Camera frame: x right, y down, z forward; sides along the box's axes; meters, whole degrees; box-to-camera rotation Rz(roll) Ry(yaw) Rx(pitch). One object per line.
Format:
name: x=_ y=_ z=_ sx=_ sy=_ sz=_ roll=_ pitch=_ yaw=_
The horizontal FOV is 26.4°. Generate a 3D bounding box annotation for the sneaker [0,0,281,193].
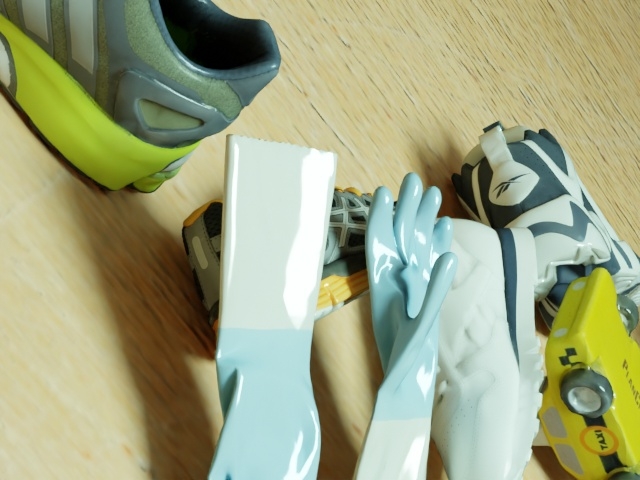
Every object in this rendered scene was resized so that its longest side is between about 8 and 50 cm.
sneaker: x=-0.136 y=-0.151 z=0.650 sx=0.300 sy=0.121 sz=0.111 roll=41 pitch=36 yaw=-33

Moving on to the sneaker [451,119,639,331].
sneaker: x=0.175 y=-0.018 z=1.059 sx=0.235 sy=0.094 sz=0.153 roll=23 pitch=40 yaw=-58

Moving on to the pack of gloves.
pack of gloves: x=0.020 y=0.071 z=0.703 sx=0.195 sy=0.046 sz=0.232 roll=7 pitch=88 yaw=-53

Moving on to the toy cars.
toy cars: x=0.249 y=0.144 z=1.065 sx=0.394 sy=0.087 sz=0.176 roll=24 pitch=63 yaw=-53

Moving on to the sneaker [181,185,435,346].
sneaker: x=0.000 y=0.000 z=0.789 sx=0.083 sy=0.084 sz=0.215 roll=60 pitch=30 yaw=5

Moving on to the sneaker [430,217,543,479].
sneaker: x=0.084 y=0.076 z=0.857 sx=0.095 sy=0.090 sz=0.235 roll=13 pitch=39 yaw=-8
